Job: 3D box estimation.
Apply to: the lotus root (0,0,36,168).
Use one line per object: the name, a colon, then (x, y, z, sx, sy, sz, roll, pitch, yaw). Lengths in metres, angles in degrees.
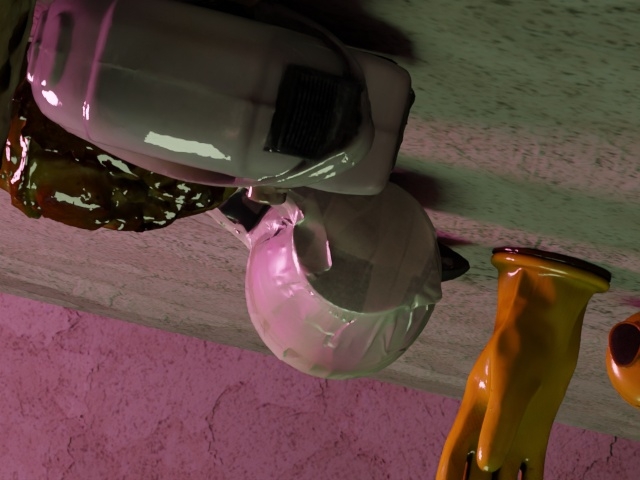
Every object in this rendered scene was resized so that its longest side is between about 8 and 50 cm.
lotus root: (-0.313, -0.132, 0.831, 0.346, 0.250, 0.250, 19, 170, -5)

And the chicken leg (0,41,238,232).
chicken leg: (-0.211, -0.090, 1.175, 0.361, 0.140, 0.211, 13, 180, -21)

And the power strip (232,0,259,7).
power strip: (-0.039, -0.152, 0.888, 0.056, 0.032, 0.123, 15, 170, -18)

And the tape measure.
tape measure: (-0.065, -0.088, 1.007, 0.236, 0.120, 0.197, 14, -175, 2)

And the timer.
timer: (0.343, 0.122, 1.757, 0.107, 0.107, 0.109, 10, 166, 21)

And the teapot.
teapot: (0.013, -0.004, 1.457, 0.163, 0.221, 0.178, -24, 169, -16)

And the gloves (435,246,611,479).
gloves: (0.186, 0.163, 1.636, 0.133, 0.294, 0.116, 19, 170, -28)

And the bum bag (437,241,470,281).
bum bag: (0.039, 0.031, 1.757, 0.137, 0.074, 0.310, 6, 174, -16)
